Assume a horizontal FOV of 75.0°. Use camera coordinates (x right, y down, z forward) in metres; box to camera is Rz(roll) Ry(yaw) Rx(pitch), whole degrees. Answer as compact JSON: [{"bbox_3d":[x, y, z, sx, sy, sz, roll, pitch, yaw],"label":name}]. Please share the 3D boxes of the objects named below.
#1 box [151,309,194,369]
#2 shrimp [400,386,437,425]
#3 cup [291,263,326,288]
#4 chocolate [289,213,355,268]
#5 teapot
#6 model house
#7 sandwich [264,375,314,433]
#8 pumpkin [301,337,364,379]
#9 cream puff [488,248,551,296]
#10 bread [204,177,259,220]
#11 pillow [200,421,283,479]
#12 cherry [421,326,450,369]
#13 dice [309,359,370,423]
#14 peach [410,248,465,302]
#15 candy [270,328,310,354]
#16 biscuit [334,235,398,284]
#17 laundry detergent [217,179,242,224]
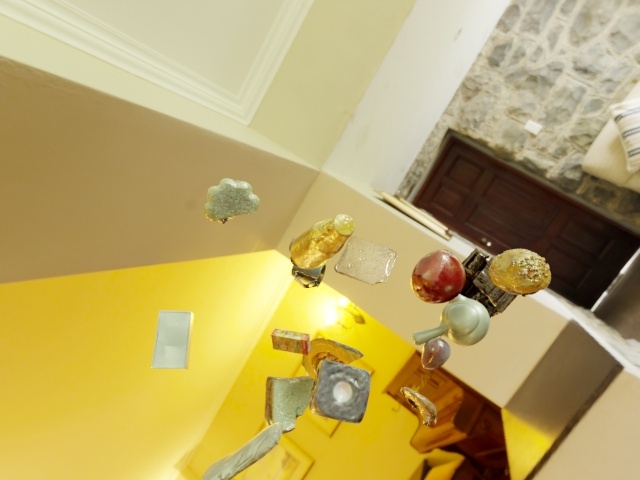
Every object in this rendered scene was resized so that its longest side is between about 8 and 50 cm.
[{"bbox_3d":[-0.595,0.405,1.692,0.086,0.129,0.225,116,156,-67],"label":"box"},{"bbox_3d":[0.335,0.565,1.417,0.053,0.132,0.236,-56,-43,-26],"label":"shrimp"},{"bbox_3d":[-0.073,0.172,2.173,0.176,0.155,0.131,-54,-22,-49],"label":"cup"},{"bbox_3d":[0.000,0.000,1.566,0.162,0.162,0.445,-50,4,-22],"label":"chocolate"},{"bbox_3d":[0.578,0.384,1.809,0.318,0.220,0.149,-51,-39,2],"label":"teapot"},{"bbox_3d":[0.802,0.257,2.045,0.317,0.297,0.282,-46,28,3],"label":"model house"},{"bbox_3d":[-0.126,0.761,1.961,0.288,0.255,0.099,5,-19,-30],"label":"sandwich"},{"bbox_3d":[0.052,0.491,1.853,0.278,0.163,0.111,-31,-13,18],"label":"pumpkin"},{"bbox_3d":[0.640,0.094,1.343,0.189,0.188,0.130,-37,-56,-49],"label":"cream puff"},{"bbox_3d":[-0.461,-0.215,2.121,0.286,0.208,0.056,-17,2,-13],"label":"bread"},{"bbox_3d":[-0.186,0.513,0.984,0.229,0.050,0.148,-37,-2,-2],"label":"pillow"},{"bbox_3d":[0.477,0.457,1.715,0.147,0.115,0.188,-26,-23,-10],"label":"cherry"},{"bbox_3d":[0.066,0.520,1.439,0.183,0.182,0.182,110,176,-73],"label":"dice"},{"bbox_3d":[0.493,0.153,1.754,0.243,0.199,0.244,-16,-61,-30],"label":"peach"},{"bbox_3d":[-0.094,0.320,1.321,0.038,0.121,0.062,-57,-33,-58],"label":"candy"},{"bbox_3d":[0.207,0.091,1.862,0.013,0.236,0.232,92,-156,-50],"label":"biscuit"},{"bbox_3d":[-0.529,-0.198,2.415,0.214,0.105,0.281,-34,32,47],"label":"laundry detergent"}]
